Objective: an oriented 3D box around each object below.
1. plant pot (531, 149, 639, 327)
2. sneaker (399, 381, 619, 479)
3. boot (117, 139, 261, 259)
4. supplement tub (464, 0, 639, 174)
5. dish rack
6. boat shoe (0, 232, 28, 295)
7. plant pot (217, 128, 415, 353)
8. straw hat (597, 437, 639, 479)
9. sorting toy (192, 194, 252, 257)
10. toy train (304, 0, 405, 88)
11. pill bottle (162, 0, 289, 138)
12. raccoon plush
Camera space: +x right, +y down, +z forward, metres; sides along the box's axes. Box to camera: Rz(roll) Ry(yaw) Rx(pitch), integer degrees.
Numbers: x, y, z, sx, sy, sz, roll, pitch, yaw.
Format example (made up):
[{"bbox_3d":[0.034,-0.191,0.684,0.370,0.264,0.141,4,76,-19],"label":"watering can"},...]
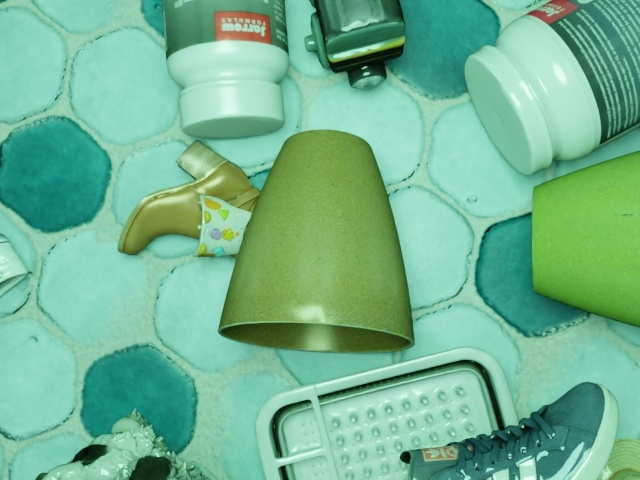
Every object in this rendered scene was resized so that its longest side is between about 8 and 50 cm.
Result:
[{"bbox_3d":[0.408,-0.003,0.811,0.293,0.274,0.275,0,88,19],"label":"plant pot"},{"bbox_3d":[0.186,0.271,0.791,0.148,0.131,0.350,45,90,-1],"label":"sneaker"},{"bbox_3d":[-0.169,-0.020,0.924,0.152,0.073,0.197,41,96,-3],"label":"boot"},{"bbox_3d":[0.339,-0.218,0.838,0.272,0.191,0.191,-28,87,2],"label":"supplement tub"},{"bbox_3d":[0.101,0.305,0.894,0.332,0.072,0.286,-15,86,3],"label":"dish rack"},{"bbox_3d":[-0.519,0.099,0.926,0.258,0.095,0.084,-42,82,2],"label":"boat shoe"},{"bbox_3d":[0.000,0.000,0.850,0.236,0.237,0.255,2,74,3],"label":"plant pot"},{"bbox_3d":[0.403,0.336,0.879,0.144,0.061,0.145,0,88,3],"label":"straw hat"},{"bbox_3d":[-0.123,-0.012,0.884,0.075,0.045,0.083,4,103,-23],"label":"sorting toy"},{"bbox_3d":[0.028,-0.367,0.863,0.142,0.190,0.334,-12,87,2],"label":"toy train"},{"bbox_3d":[-0.124,-0.286,0.883,0.161,0.161,0.284,-5,87,3],"label":"pill bottle"},{"bbox_3d":[-0.143,0.394,0.841,0.446,0.299,0.216,39,81,-13],"label":"raccoon plush"}]
